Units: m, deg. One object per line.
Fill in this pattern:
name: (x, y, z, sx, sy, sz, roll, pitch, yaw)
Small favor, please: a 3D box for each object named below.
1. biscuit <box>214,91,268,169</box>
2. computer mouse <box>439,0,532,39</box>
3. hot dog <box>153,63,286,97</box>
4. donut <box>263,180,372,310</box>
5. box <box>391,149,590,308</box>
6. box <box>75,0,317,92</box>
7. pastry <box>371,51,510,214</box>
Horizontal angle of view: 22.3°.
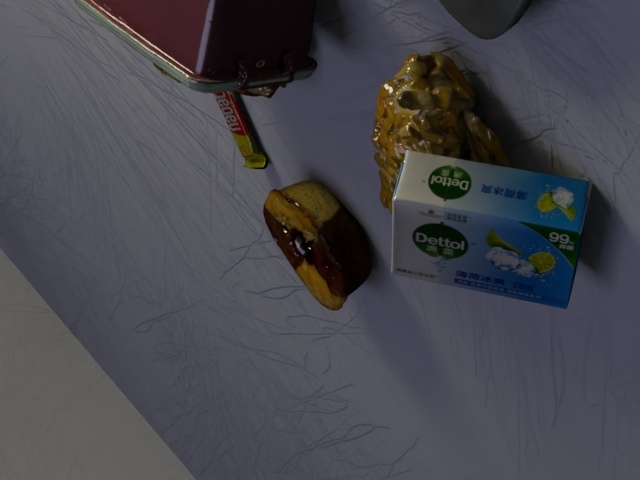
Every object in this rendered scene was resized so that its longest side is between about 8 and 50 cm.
biscuit: (-0.142, -0.228, 2.253, 0.048, 0.026, 0.292, -1, 122, 43)
computer mouse: (0.138, -0.311, 1.464, 0.197, 0.095, 0.331, 53, 158, 20)
hot dog: (-0.106, -0.247, 2.066, 0.262, 0.093, 0.123, 16, 128, 38)
donut: (0.000, 0.000, 2.206, 0.184, 0.073, 0.166, 49, 158, 21)
box: (0.175, -0.011, 1.692, 0.194, 0.073, 0.139, 11, 145, 10)
box: (-0.138, -0.307, 1.881, 0.294, 0.193, 0.167, 37, 128, 37)
pastry: (0.122, -0.096, 1.770, 0.154, 0.102, 0.250, 59, 164, 25)
